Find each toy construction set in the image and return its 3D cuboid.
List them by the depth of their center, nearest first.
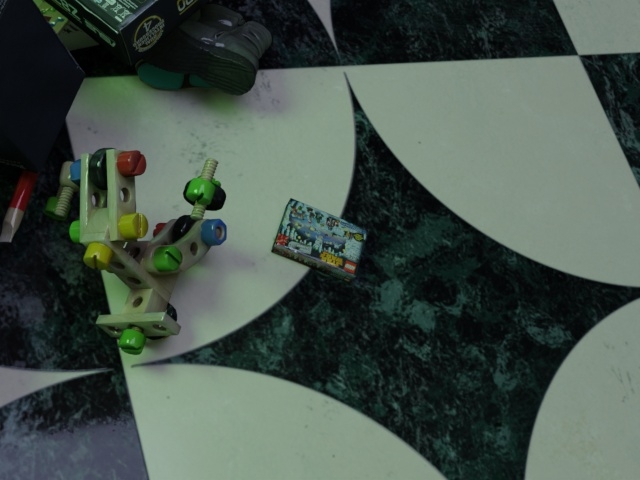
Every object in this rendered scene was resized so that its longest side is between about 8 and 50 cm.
[{"bbox_3d":[-0.296,0.018,1.649,0.309,0.257,0.237,12,68,11],"label":"toy construction set"}]

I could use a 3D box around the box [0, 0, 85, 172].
[{"bbox_3d":[-0.520,-0.252,1.589,0.296,0.294,0.183,14,71,18],"label":"box"}]

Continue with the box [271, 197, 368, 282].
[{"bbox_3d":[0.000,0.000,1.864,0.137,0.027,0.094,22,56,-8],"label":"box"}]

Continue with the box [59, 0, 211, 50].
[{"bbox_3d":[-0.321,-0.395,1.941,0.275,0.094,0.113,-19,67,-28],"label":"box"}]

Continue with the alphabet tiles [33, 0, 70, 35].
[{"bbox_3d":[-0.494,-0.394,1.842,0.285,0.011,0.342,23,65,19],"label":"alphabet tiles"}]

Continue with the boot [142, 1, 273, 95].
[{"bbox_3d":[-0.201,-0.334,1.915,0.246,0.083,0.161,25,39,-13],"label":"boot"}]

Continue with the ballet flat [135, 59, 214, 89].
[{"bbox_3d":[-0.223,-0.274,1.941,0.168,0.057,0.052,5,31,-22],"label":"ballet flat"}]

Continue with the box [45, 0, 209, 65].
[{"bbox_3d":[-0.315,-0.484,1.812,0.395,0.097,0.318,37,71,21],"label":"box"}]
